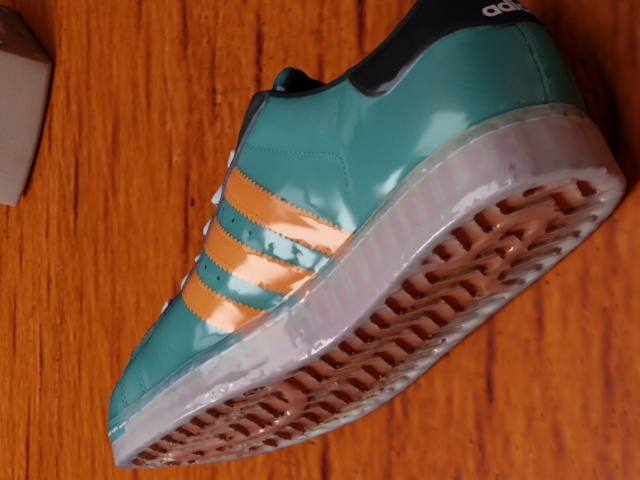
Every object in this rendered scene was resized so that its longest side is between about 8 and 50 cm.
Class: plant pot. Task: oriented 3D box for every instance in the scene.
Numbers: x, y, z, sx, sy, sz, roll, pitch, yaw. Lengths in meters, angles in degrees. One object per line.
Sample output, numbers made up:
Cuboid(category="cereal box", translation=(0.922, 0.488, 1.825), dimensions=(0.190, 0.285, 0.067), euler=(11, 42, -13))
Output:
Cuboid(category="plant pot", translation=(-0.232, -0.099, 1.032), dimensions=(0.096, 0.109, 0.109), euler=(-56, 46, 21))

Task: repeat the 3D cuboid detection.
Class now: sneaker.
Cuboid(category="sneaker", translation=(0.000, 0.000, 0.715), dimensions=(0.302, 0.108, 0.121), euler=(-39, 58, 37))
